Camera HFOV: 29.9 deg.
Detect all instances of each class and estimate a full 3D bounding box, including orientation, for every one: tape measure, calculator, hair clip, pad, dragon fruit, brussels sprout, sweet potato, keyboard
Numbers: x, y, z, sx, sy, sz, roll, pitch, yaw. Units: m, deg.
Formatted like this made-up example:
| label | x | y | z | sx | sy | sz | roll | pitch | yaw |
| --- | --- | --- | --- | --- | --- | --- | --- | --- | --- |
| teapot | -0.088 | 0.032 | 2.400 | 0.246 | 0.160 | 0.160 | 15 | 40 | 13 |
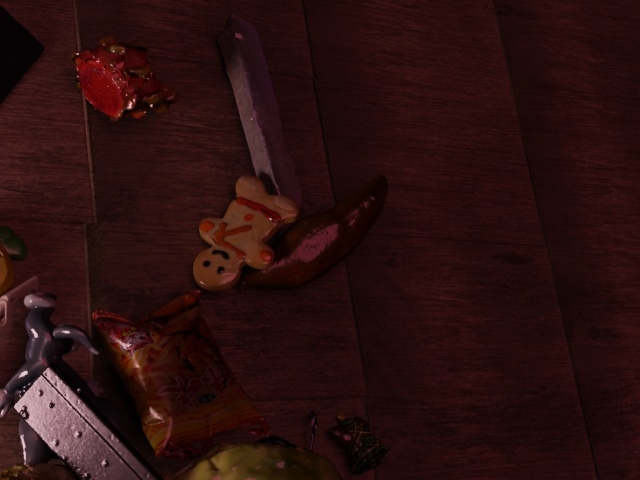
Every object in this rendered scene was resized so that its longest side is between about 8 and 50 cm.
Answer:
| label | x | y | z | sx | sy | sz | roll | pitch | yaw |
| --- | --- | --- | --- | --- | --- | --- | --- | --- | --- |
| tape measure | -0.066 | 0.359 | 2.042 | 0.107 | 0.104 | 0.180 | 19 | 22 | 3 |
| calculator | -0.567 | 0.042 | 1.890 | 0.235 | 0.032 | 0.146 | -33 | 87 | -38 |
| hair clip | -0.507 | 0.136 | 1.872 | 0.072 | 0.034 | 0.226 | 43 | 52 | -33 |
| pad | -0.590 | -0.293 | 2.020 | 0.159 | 0.009 | 0.265 | 46 | 53 | -25 |
| dragon fruit | -0.339 | -0.277 | 2.119 | 0.207 | 0.133 | 0.150 | 18 | 86 | -41 |
| brussels sprout | -0.111 | 0.436 | 1.823 | 0.344 | 0.344 | 0.268 | 41 | 12 | -8 |
| sweet potato | -0.003 | 0.004 | 2.193 | 0.359 | 0.112 | 0.112 | -31 | 86 | -26 |
| keyboard | -0.309 | 0.312 | 1.718 | 0.310 | 0.101 | 0.018 | 44 | 12 | 11 |

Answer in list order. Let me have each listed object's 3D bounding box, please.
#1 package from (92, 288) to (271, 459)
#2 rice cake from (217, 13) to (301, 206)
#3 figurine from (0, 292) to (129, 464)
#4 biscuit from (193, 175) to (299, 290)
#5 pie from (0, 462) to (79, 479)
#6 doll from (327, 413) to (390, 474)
| label | x | y | z | sx | sy | sz | roll | pitch | yaw |
| --- | --- | --- | --- | --- | --- | --- | --- | --- | --- |
| package | -0.228 | 0.222 | 1.954 | 0.223 | 0.108 | 0.288 | -11 | 66 | -40 |
| rice cake | -0.116 | -0.237 | 2.264 | 0.070 | 0.064 | 0.399 | -1 | 69 | -41 |
| figurine | -0.394 | 0.216 | 1.852 | 0.193 | 0.140 | 0.265 | 8 | 84 | -47 |
| biscuit | -0.141 | -0.007 | 2.124 | 0.153 | 0.030 | 0.234 | 29 | 64 | 19 |
| pie | -0.419 | 0.470 | 1.699 | 0.296 | 0.078 | 0.371 | 53 | 52 | -35 |
| doll | 0.072 | 0.346 | 2.101 | 0.078 | 0.076 | 0.113 | -17 | 78 | -41 |
